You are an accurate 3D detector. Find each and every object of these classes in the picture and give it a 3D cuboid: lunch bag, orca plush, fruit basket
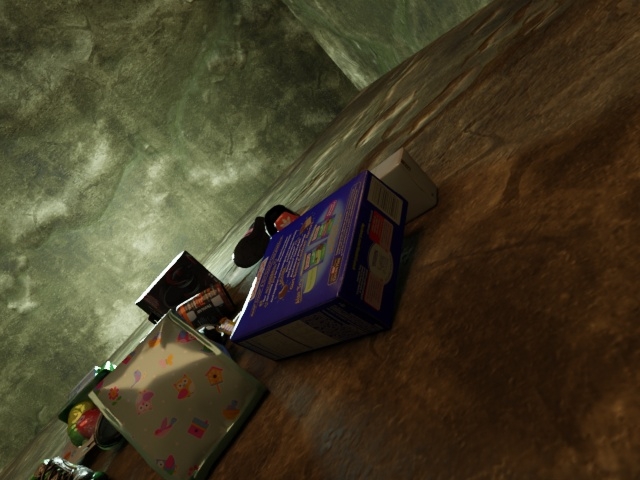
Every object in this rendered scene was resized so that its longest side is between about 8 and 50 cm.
[{"bbox_3d":[-0.251,0.294,0.795,0.262,0.160,0.223,28,66,29],"label":"lunch bag"},{"bbox_3d":[-0.289,0.293,0.973,0.151,0.102,0.287,-58,22,35],"label":"orca plush"},{"bbox_3d":[-0.756,0.573,1.417,0.327,0.165,0.353,-46,19,-3],"label":"fruit basket"}]

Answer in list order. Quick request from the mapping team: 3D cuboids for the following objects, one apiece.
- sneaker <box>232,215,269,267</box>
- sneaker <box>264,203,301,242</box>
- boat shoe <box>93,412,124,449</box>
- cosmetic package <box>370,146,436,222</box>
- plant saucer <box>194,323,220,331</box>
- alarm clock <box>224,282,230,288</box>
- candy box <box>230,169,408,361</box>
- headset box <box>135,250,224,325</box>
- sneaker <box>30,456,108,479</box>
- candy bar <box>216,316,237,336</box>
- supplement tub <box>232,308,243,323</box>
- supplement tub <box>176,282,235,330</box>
[{"bbox_3d":[-0.272,0.034,1.671,0.131,0.112,0.319,-56,6,32],"label":"sneaker"},{"bbox_3d":[-0.121,-0.045,1.358,0.131,0.148,0.350,-49,16,-13],"label":"sneaker"},{"bbox_3d":[-0.556,0.458,1.261,0.091,0.114,0.303,117,170,-48],"label":"boat shoe"},{"bbox_3d":[0.116,-0.074,0.889,0.231,0.117,0.086,-34,21,33],"label":"cosmetic package"},{"bbox_3d":[-0.417,0.332,1.189,0.317,0.044,0.317,-40,-1,-1],"label":"plant saucer"},{"bbox_3d":[-0.366,0.222,1.470,0.129,0.064,0.192,-26,28,50],"label":"alarm clock"},{"bbox_3d":[-0.004,0.060,0.786,0.317,0.122,0.268,-29,34,44],"label":"candy box"},{"bbox_3d":[-0.559,0.222,1.678,0.110,0.218,0.293,-27,23,48],"label":"headset box"},{"bbox_3d":[-0.648,0.619,1.054,0.343,0.146,0.134,-30,22,41],"label":"sneaker"},{"bbox_3d":[-0.169,0.212,0.950,0.161,0.018,0.040,16,58,31],"label":"candy bar"},{"bbox_3d":[-0.167,0.194,1.022,0.107,0.071,0.071,-51,17,-18],"label":"supplement tub"},{"bbox_3d":[-0.375,0.223,1.330,0.197,0.106,0.106,-31,13,-10],"label":"supplement tub"}]
